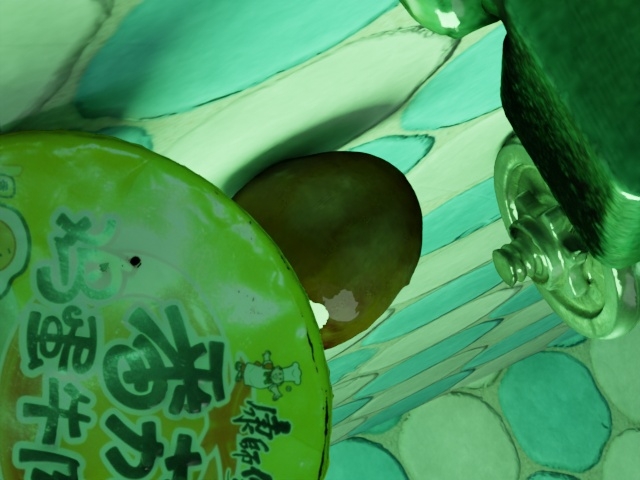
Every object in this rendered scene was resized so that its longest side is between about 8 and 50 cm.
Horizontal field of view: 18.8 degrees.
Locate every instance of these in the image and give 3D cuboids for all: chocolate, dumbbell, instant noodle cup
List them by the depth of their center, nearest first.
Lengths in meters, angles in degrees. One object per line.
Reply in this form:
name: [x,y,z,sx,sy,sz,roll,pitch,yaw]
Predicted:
instant noodle cup: [-0.142,0.092,0.973,0.264,0.264,0.200,-24,177,-19]
chocolate: [0.000,0.000,1.219,0.133,0.124,0.127,-58,178,-19]
dumbbell: [0.312,-0.061,1.524,0.406,0.179,0.179,-25,169,-17]

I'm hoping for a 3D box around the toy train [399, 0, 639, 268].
toy train: [0.178,-0.128,0.725,0.299,0.238,0.167,-29,166,-1]
